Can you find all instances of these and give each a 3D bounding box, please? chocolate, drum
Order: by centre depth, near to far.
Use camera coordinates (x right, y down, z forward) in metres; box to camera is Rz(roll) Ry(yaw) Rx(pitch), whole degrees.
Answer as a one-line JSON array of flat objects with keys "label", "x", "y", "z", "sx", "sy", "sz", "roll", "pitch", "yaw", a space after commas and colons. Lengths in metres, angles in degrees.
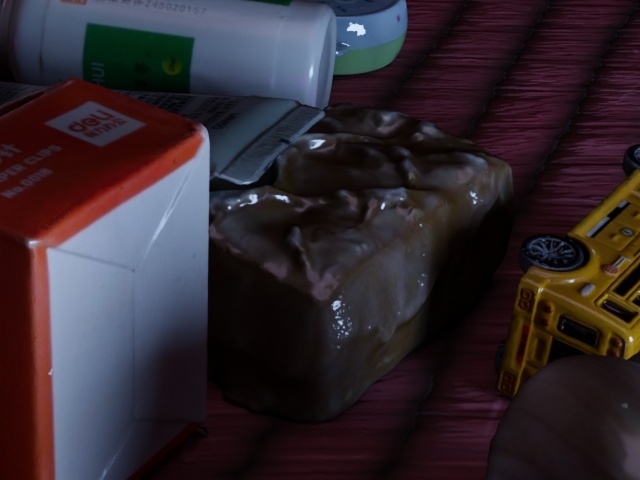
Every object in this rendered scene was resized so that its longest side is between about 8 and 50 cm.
[{"label": "chocolate", "x": 0.000, "y": 0.000, "z": 0.936, "sx": 0.148, "sy": 0.093, "sz": 0.214, "roll": 21, "pitch": 34, "yaw": 28}, {"label": "drum", "x": -0.056, "y": -0.184, "z": 1.282, "sx": 0.253, "sy": 0.049, "sz": 0.130, "roll": 14, "pitch": 32, "yaw": 15}]

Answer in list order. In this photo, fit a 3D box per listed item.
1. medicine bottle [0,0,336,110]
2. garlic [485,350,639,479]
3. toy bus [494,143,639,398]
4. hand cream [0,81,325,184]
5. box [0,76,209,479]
[{"label": "medicine bottle", "x": -0.122, "y": -0.132, "z": 1.142, "sx": 0.260, "sy": 0.095, "sz": 0.095, "roll": 10, "pitch": 31, "yaw": 7}, {"label": "garlic", "x": 0.171, "y": 0.117, "z": 0.698, "sx": 0.214, "sy": 0.160, "sz": 0.191, "roll": -10, "pitch": 38, "yaw": -18}, {"label": "toy bus", "x": 0.173, "y": 0.022, "z": 0.934, "sx": 0.088, "sy": 0.083, "sz": 0.194, "roll": 25, "pitch": 38, "yaw": 25}, {"label": "hand cream", "x": -0.173, "y": -0.054, "z": 0.969, "sx": 0.340, "sy": 0.078, "sz": 0.124, "roll": 3, "pitch": 22, "yaw": 21}, {"label": "box", "x": -0.124, "y": 0.034, "z": 0.777, "sx": 0.099, "sy": 0.182, "sz": 0.133, "roll": 22, "pitch": 38, "yaw": 26}]
